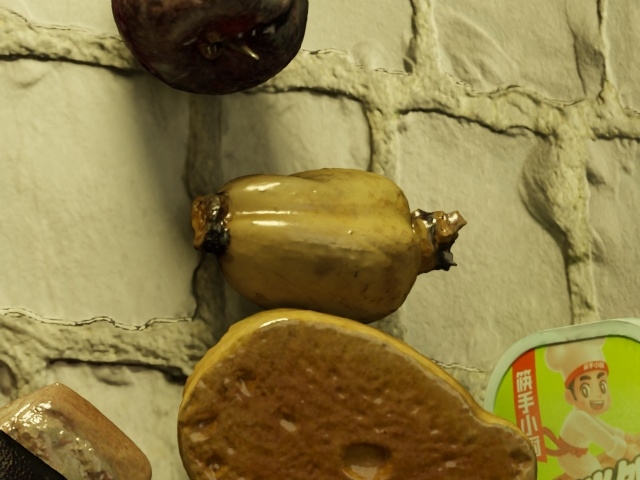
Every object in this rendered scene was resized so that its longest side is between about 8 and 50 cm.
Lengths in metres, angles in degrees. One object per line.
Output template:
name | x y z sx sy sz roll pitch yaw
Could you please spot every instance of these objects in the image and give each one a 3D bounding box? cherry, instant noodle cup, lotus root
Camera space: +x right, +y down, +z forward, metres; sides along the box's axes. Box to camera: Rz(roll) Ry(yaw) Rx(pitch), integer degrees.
cherry | -0.097 -0.229 1.563 0.195 0.195 0.195 8 77 -34
instant noodle cup | 0.364 0.216 1.764 0.308 0.294 0.293 4 79 -43
lotus root | 0.000 0.000 1.608 0.257 0.140 0.154 9 47 -26

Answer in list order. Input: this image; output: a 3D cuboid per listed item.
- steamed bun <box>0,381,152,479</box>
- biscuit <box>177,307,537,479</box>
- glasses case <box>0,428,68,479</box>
steamed bun | -0.230 0.204 1.423 0.145 0.106 0.175 48 61 -15
biscuit | 0.017 0.224 1.569 0.344 0.057 0.287 30 89 -14
glasses case | -0.315 0.166 1.329 0.314 0.075 0.122 35 73 5
